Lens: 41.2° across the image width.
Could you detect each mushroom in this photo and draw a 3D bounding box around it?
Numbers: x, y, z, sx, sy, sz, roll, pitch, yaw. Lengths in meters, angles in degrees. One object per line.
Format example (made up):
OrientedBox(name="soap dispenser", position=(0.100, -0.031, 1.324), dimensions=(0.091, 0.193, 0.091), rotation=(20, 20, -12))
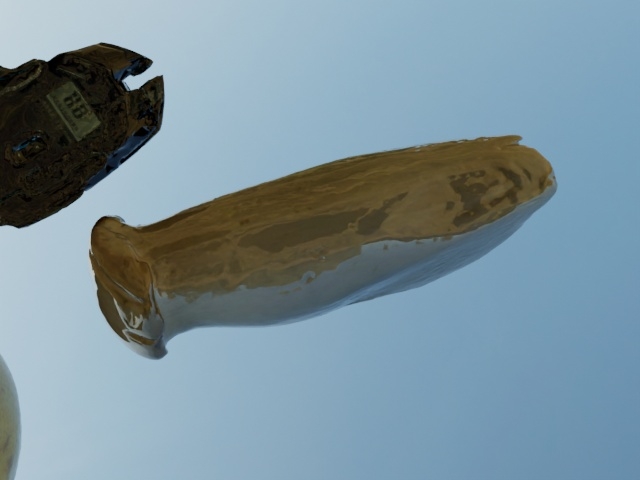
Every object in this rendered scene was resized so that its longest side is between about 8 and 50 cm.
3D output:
OrientedBox(name="mushroom", position=(0.001, 0.000, 0.771), dimensions=(0.407, 0.138, 0.154), rotation=(-13, 176, -12))

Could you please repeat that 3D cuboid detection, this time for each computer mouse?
OrientedBox(name="computer mouse", position=(-0.252, -0.096, 0.786), dimensions=(0.241, 0.146, 0.077), rotation=(-33, 178, -10))

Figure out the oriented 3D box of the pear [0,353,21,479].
OrientedBox(name="pear", position=(-0.446, 0.188, 0.825), dimensions=(0.314, 0.314, 0.314), rotation=(-15, -144, 12))
